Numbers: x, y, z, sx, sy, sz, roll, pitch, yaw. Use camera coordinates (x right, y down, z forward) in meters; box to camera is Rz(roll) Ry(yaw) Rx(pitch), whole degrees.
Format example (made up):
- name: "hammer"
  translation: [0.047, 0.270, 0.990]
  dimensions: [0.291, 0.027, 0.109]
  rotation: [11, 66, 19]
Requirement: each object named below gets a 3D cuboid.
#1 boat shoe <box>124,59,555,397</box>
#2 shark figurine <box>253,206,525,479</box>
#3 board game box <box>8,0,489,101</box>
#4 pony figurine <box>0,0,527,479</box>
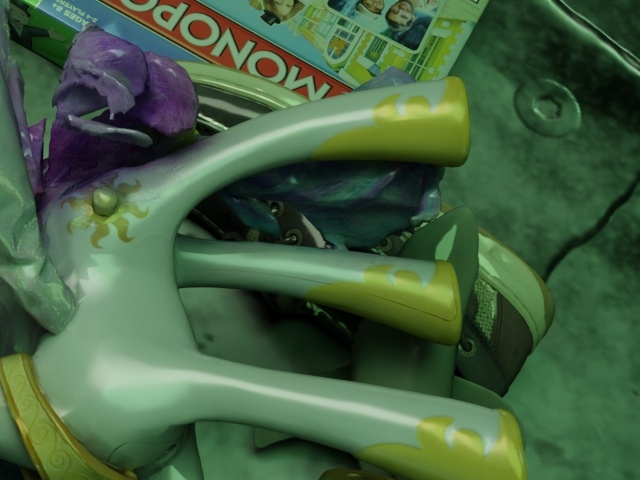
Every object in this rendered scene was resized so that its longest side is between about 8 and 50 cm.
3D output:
- name: "boat shoe"
  translation: [0.000, 0.000, 1.043]
  dimensions: [0.285, 0.103, 0.092]
  rotation: [33, 51, -4]
- name: "shark figurine"
  translation: [0.071, 0.142, 0.964]
  dimensions: [0.166, 0.116, 0.278]
  rotation: [-28, 96, 2]
- name: "board game box"
  translation: [-0.065, -0.166, 1.151]
  dimensions: [0.317, 0.046, 0.213]
  rotation: [29, 55, 0]
- name: "pony figurine"
  translation: [-0.108, 0.008, 0.867]
  dimensions: [0.363, 0.303, 0.351]
  rotation: [-3, 64, -7]
